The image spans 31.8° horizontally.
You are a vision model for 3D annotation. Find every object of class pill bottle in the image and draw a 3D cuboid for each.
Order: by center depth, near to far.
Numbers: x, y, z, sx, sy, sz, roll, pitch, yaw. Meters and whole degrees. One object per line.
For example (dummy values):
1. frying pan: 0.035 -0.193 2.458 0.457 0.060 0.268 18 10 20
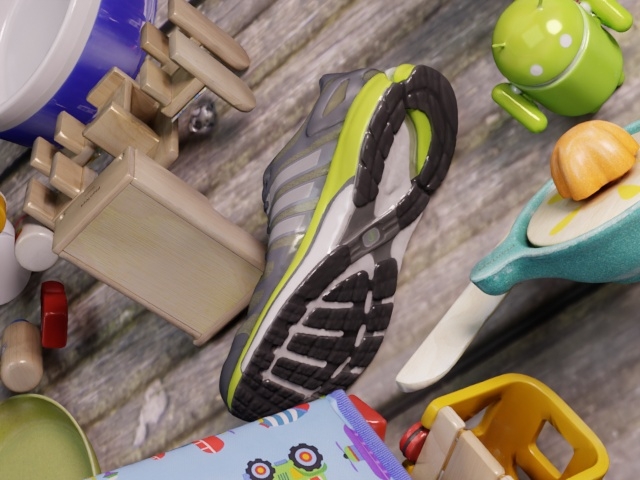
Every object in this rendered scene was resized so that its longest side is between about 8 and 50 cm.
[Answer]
1. pill bottle: -0.380 0.005 1.173 0.184 0.103 0.103 23 91 41

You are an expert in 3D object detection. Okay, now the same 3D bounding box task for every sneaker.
1. sneaker: 0.000 0.000 0.875 0.121 0.111 0.300 23 86 52

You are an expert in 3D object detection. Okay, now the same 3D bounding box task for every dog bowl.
1. dog bowl: -0.296 -0.232 1.179 0.264 0.104 0.265 -13 69 36

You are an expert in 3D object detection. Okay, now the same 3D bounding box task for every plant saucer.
1. plant saucer: -0.276 0.265 1.048 0.241 0.037 0.241 -14 67 37

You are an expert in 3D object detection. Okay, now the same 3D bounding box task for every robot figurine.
1. robot figurine: 0.160 -0.125 0.759 0.101 0.115 0.067 -49 51 16

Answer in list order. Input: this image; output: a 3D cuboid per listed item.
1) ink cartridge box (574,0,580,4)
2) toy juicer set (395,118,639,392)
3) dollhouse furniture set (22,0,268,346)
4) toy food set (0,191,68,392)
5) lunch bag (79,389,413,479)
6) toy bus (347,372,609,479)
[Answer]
1. ink cartridge box: 0.154 -0.242 0.762 0.127 0.175 0.072 -45 53 20
2. toy juicer set: 0.181 -0.046 0.673 0.329 0.089 0.209 -31 15 36
3. dollhouse furniture set: -0.135 -0.053 0.998 0.212 0.161 0.242 -41 32 22
4. toy food set: -0.297 0.051 1.065 0.104 0.111 0.232 -121 33 -63
5. lunch bag: -0.005 0.245 0.600 0.293 0.221 0.138 43 134 38
6. toy bus: 0.103 0.182 0.715 0.202 0.104 0.191 -10 93 56
